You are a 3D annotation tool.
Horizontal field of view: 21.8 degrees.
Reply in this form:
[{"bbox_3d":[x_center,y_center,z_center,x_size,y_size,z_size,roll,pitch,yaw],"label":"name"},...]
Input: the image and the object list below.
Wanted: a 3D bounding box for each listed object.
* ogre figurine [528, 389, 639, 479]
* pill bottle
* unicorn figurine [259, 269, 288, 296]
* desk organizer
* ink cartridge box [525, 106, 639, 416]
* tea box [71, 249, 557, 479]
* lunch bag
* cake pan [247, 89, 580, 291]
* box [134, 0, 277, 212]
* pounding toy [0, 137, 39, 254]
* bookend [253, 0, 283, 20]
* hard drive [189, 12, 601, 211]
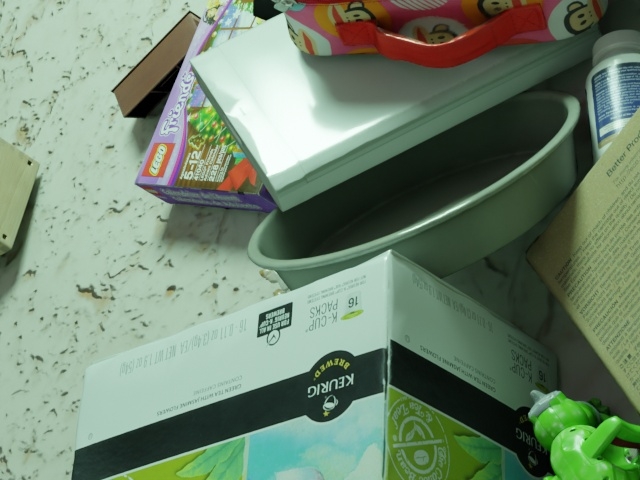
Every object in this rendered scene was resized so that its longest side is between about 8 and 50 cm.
[{"bbox_3d":[0.206,0.168,1.155,0.097,0.118,0.197,-31,46,29],"label":"ogre figurine"},{"bbox_3d":[0.246,-0.106,1.326,0.067,0.067,0.120,-24,51,34],"label":"pill bottle"},{"bbox_3d":[0.000,0.000,1.527,0.111,0.060,0.162,-9,76,42],"label":"unicorn figurine"},{"bbox_3d":[-0.163,-0.182,1.809,0.130,0.047,0.050,-43,45,18],"label":"desk organizer"},{"bbox_3d":[0.279,-0.009,1.188,0.234,0.088,0.193,-55,37,22],"label":"ink cartridge box"},{"bbox_3d":[-0.010,0.231,1.258,0.329,0.220,0.323,-23,52,35],"label":"tea box"},{"bbox_3d":[0.103,-0.252,1.419,0.293,0.120,0.258,-3,52,17],"label":"lunch bag"},{"bbox_3d":[0.083,-0.033,1.350,0.293,0.054,0.293,-24,16,7],"label":"cake pan"},{"bbox_3d":[-0.059,-0.172,1.686,0.201,0.057,0.293,6,70,47],"label":"box"},{"bbox_3d":[-0.415,-0.059,1.961,0.181,0.094,0.206,-25,40,40],"label":"pounding toy"},{"bbox_3d":[-0.004,-0.195,1.564,0.072,0.156,0.157,104,-174,-78],"label":"bookend"},{"bbox_3d":[0.061,-0.161,1.452,0.307,0.040,0.203,-27,47,-7],"label":"hard drive"}]
